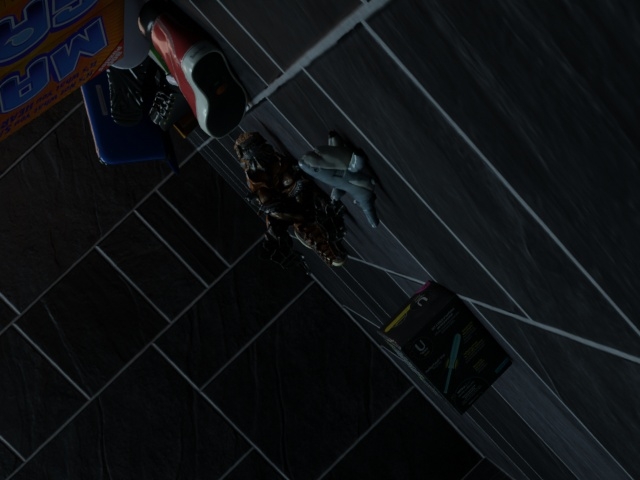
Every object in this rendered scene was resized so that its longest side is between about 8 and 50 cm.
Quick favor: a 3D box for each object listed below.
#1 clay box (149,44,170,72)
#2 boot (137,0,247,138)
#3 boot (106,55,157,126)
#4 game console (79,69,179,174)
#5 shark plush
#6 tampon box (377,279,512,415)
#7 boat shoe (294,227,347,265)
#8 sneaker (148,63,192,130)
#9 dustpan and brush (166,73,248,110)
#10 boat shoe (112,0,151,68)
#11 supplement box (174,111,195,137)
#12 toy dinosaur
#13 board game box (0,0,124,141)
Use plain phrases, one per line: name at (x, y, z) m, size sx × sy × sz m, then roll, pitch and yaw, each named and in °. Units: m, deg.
clay box at (-0.354, -0.419, 1.858) m, size 0.222 × 0.053 × 0.127 m, roll 46°, pitch 176°, yaw 21°
boot at (-0.211, -0.280, 1.614) m, size 0.176 × 0.088 × 0.244 m, roll 44°, pitch 167°, yaw 24°
boot at (-0.391, -0.386, 2.087) m, size 0.207 × 0.094 × 0.246 m, roll -95°, pitch 11°, yaw -56°
game console at (-0.442, -0.295, 2.305) m, size 0.173 × 0.250 × 0.293 m, roll -32°, pitch 72°, yaw 56°
shark plush at (0.031, -0.075, 1.296) m, size 0.073 × 0.067 × 0.161 m, roll 43°, pitch 174°, yaw 36°
tampon box at (0.194, 0.166, 1.570) m, size 0.161 × 0.120 × 0.101 m, roll 48°, pitch 174°, yaw -21°
boat shoe at (0.000, 0.000, 2.317) m, size 0.152 × 0.056 × 0.049 m, roll 34°, pitch 166°, yaw 23°
sneaker at (-0.323, -0.306, 2.135) m, size 0.083 × 0.118 × 0.222 m, roll 45°, pitch 175°, yaw 17°
dustpan and brush at (-0.224, -0.286, 1.782) m, size 0.147 × 0.060 × 0.211 m, roll 49°, pitch 174°, yaw -31°
boat shoe at (-0.428, -0.455, 1.716) m, size 0.367 × 0.136 × 0.156 m, roll 51°, pitch 174°, yaw -22°
supplement box at (-0.322, -0.305, 2.382) m, size 0.080 × 0.078 × 0.233 m, roll 46°, pitch 175°, yaw -2°
toy dinosaur at (-0.042, -0.065, 1.834) m, size 0.322 × 0.164 × 0.218 m, roll 27°, pitch -158°, yaw -36°
board game box at (-0.520, -0.369, 1.376) m, size 0.356 × 0.356 × 0.356 m, roll 46°, pitch 157°, yaw 8°
